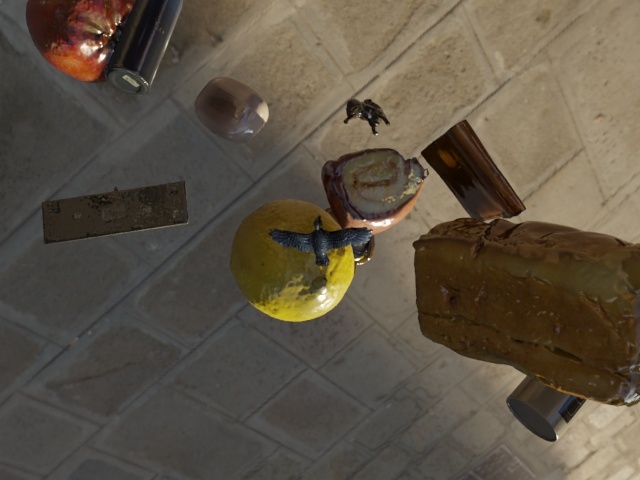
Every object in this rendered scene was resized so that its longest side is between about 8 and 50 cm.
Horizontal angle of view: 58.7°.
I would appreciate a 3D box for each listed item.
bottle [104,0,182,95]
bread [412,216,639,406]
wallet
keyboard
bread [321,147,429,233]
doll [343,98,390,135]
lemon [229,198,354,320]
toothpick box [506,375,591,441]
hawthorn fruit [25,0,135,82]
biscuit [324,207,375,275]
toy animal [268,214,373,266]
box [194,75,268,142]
[{"bbox_3d":[-0.282,-0.354,0.939,0.072,0.082,0.244,43,53,-51],"label":"bottle"},{"bbox_3d":[0.240,0.062,0.636,0.132,0.294,0.166,-1,97,-38],"label":"bread"},{"bbox_3d":[0.233,-0.101,0.875,0.042,0.195,0.161,-38,88,-2],"label":"wallet"},{"bbox_3d":[-0.435,-0.061,1.210,0.317,0.106,0.027,-8,169,4],"label":"keyboard"},{"bbox_3d":[0.129,-0.116,1.334,0.244,0.123,0.190,-17,86,-18],"label":"bread"},{"bbox_3d":[0.132,-0.370,1.640,0.139,0.165,0.057,18,126,-16],"label":"doll"},{"bbox_3d":[-0.074,0.051,1.477,0.336,0.336,0.336,-14,127,-19],"label":"lemon"},{"bbox_3d":[0.437,0.262,1.034,0.181,0.111,0.111,-40,133,-17],"label":"toothpick box"},{"bbox_3d":[-0.525,-0.490,1.254,0.254,0.300,0.254,-40,149,-30],"label":"hawthorn fruit"},{"bbox_3d":[0.094,-0.009,1.934,0.209,0.041,0.290,15,84,-18],"label":"biscuit"},{"bbox_3d":[0.000,0.000,1.192,0.220,0.062,0.108,1,141,8],"label":"toy animal"},{"bbox_3d":[-0.221,-0.324,1.408,0.146,0.200,0.088,-52,153,-3],"label":"box"}]
